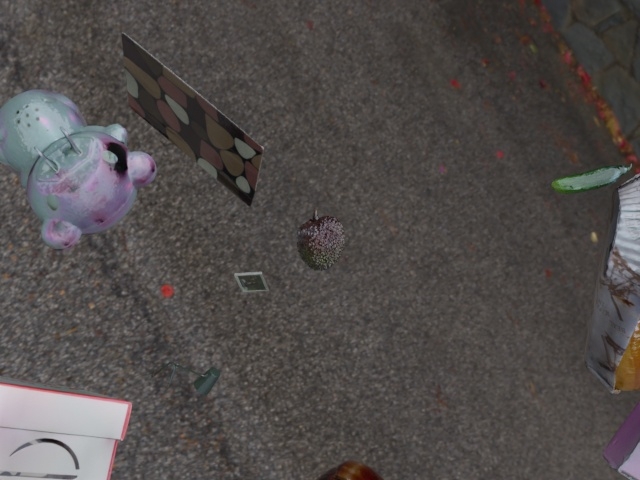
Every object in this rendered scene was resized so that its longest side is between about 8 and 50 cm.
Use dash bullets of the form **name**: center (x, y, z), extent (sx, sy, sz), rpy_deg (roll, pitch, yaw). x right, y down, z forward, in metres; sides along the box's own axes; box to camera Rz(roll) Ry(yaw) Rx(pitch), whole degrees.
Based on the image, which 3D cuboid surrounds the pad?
- **pad**: center (-0.169, -0.149, 0.879), extent (0.235, 0.158, 0.003), rpy_deg (40, 64, 8)

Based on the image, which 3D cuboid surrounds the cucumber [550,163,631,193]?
- **cucumber**: center (0.479, -0.106, 1.193), extent (0.155, 0.037, 0.037), rpy_deg (-14, 77, -8)

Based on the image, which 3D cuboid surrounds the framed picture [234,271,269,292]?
- **framed picture**: center (-0.158, 0.097, 1.562), extent (0.089, 0.066, 0.007), rpy_deg (78, 9, -59)

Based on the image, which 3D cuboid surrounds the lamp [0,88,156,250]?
- **lamp**: center (-0.477, -0.155, 1.261), extent (0.247, 0.247, 0.301), rpy_deg (-40, 69, -16)

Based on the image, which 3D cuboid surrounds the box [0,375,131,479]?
- **box**: center (-0.613, 0.433, 1.355), extent (0.314, 0.312, 0.300), rpy_deg (22, 71, -39)

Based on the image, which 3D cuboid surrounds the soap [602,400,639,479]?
- **soap**: center (0.619, 0.358, 1.101), extent (0.259, 0.181, 0.081), rpy_deg (32, 5, -1)

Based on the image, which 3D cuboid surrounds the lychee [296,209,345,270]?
- **lychee**: center (0.000, 0.000, 0.915), extent (0.067, 0.068, 0.083), rpy_deg (-85, 168, -76)

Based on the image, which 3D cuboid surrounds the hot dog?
- **hot dog**: center (0.228, 0.038, 0.494), extent (0.191, 0.059, 0.108), rpy_deg (69, 32, -48)

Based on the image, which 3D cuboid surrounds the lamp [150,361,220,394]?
- **lamp**: center (-0.206, 0.217, 1.084), extent (0.121, 0.054, 0.041), rpy_deg (18, 30, -54)

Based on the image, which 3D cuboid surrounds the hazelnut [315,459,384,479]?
- **hazelnut**: center (0.068, 0.594, 1.466), extent (0.229, 0.229, 0.230), rpy_deg (24, 54, -36)
